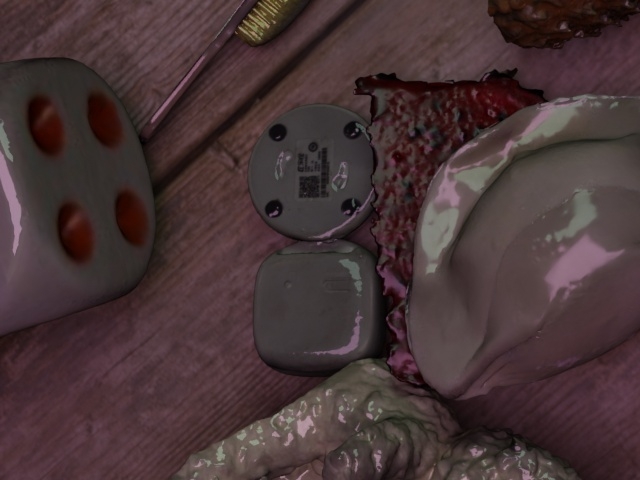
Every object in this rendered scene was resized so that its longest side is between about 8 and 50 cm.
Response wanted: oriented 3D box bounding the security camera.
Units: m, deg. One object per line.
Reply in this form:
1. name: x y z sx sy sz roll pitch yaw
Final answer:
1. security camera: 0.000 0.000 1.721 0.157 0.080 0.302 -2 82 16

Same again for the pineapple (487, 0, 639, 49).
1. pineapple: 0.332 -0.322 1.570 0.362 0.202 0.202 -15 89 7

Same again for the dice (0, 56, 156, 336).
1. dice: -0.374 -0.027 1.676 0.304 0.304 0.277 -15 91 20

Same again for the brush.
1. brush: -0.095 -0.218 1.740 0.067 0.072 0.313 39 102 -5

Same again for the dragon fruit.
1. dragon fruit: 0.181 -0.013 1.650 0.282 0.100 0.344 -3 78 -2

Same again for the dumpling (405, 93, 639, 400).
1. dumpling: 0.226 -0.007 1.531 0.341 0.181 0.260 -47 54 28

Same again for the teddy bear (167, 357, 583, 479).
1. teddy bear: 0.092 0.302 1.586 0.375 0.327 0.362 -37 57 -10
